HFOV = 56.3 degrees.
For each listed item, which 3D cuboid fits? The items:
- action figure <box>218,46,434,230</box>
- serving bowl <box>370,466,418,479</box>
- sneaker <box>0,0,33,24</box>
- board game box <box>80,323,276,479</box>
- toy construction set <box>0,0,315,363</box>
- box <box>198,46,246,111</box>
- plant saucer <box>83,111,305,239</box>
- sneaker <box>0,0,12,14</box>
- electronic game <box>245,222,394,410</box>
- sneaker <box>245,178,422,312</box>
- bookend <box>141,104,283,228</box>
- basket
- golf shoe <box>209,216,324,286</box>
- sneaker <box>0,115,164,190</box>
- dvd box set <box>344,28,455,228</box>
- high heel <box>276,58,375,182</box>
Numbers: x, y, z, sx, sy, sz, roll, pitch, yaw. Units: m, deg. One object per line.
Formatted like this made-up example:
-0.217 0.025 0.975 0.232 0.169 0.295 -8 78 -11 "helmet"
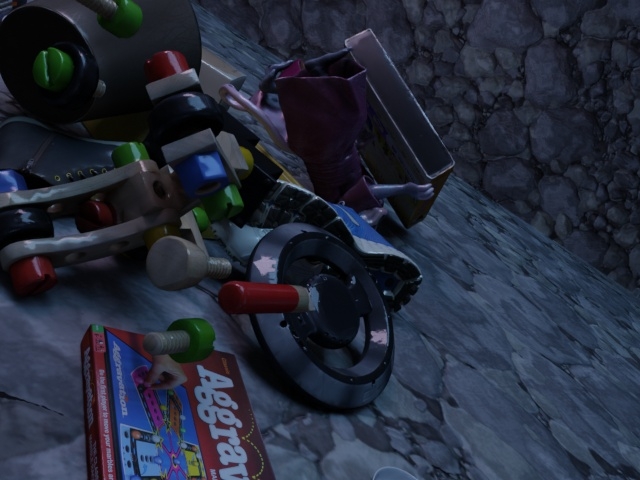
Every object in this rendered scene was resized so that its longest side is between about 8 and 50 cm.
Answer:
0.018 -0.138 1.067 0.248 0.276 0.370 -138 -151 -64 "action figure"
0.075 0.250 0.546 0.083 0.027 0.083 29 20 -12 "serving bowl"
-0.414 -0.301 0.883 0.180 0.124 0.321 20 -6 0 "sneaker"
-0.097 0.177 0.444 0.145 0.027 0.281 22 23 -35 "board game box"
-0.125 -0.023 0.571 0.309 0.257 0.237 42 11 22 "toy construction set"
-0.322 -0.367 1.224 0.311 0.121 0.148 32 19 -7 "box"
-0.173 -0.126 0.961 0.333 0.081 0.333 8 32 -53 "plant saucer"
-0.605 -0.443 1.005 0.282 0.102 0.161 28 14 -50 "sneaker"
0.007 0.083 0.699 0.229 0.048 0.229 29 45 -33 "electronic game"
0.000 0.000 0.910 0.330 0.130 0.147 32 10 -31 "sneaker"
-0.116 -0.102 0.760 0.156 0.072 0.157 39 15 3 "bookend"
-0.266 -0.234 0.739 0.154 0.204 0.227 2 28 15 "basket"
-0.064 0.003 0.761 0.176 0.086 0.069 39 16 -41 "golf shoe"
-0.259 -0.060 0.684 0.222 0.083 0.118 13 32 -26 "sneaker"
0.147 -0.205 1.258 0.307 0.062 0.420 61 -3 12 "dvd box set"
0.019 -0.283 1.485 0.377 0.181 0.127 39 19 12 "high heel"
